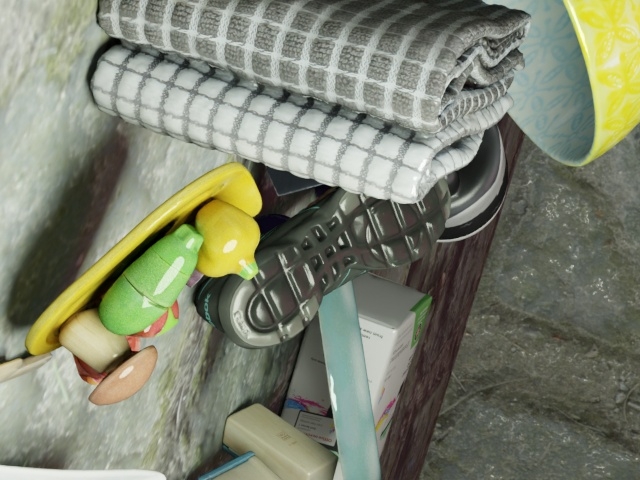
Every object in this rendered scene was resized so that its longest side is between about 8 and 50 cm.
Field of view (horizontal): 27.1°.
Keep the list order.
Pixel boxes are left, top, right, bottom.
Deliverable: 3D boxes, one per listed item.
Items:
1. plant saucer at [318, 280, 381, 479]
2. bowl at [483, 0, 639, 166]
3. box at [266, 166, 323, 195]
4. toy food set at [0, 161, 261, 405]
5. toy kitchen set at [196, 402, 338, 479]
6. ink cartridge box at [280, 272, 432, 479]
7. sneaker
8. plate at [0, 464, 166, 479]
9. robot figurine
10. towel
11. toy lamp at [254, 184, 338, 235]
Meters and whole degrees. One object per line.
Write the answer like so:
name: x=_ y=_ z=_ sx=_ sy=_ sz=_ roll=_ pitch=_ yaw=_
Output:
plant saucer: x=0.028 y=0.141 z=1.454 sx=0.317 sy=0.044 sz=0.317 roll=-9 pitch=90 yaw=-90
bowl: x=0.205 y=-0.218 z=1.052 sx=0.156 sy=0.289 sz=0.289 roll=-28 pitch=158 yaw=-6
box: x=0.041 y=-0.120 z=1.176 sx=0.158 sy=0.156 sz=0.093 roll=-45 pitch=118 yaw=-61
toy food set: x=-0.111 y=0.047 z=0.835 sx=0.218 sy=0.071 sz=0.128 roll=-42 pitch=174 yaw=8
toy kitchen set: x=-0.106 y=0.298 z=1.401 sx=0.207 sy=0.122 sz=0.166 roll=-19 pitch=131 yaw=-47
ink cartridge box: x=0.034 y=0.200 z=1.736 sx=0.201 sy=0.117 sz=0.278 roll=-31 pitch=139 yaw=-70
sneaker: x=0.000 y=0.000 z=1.193 sx=0.267 sy=0.106 sz=0.101 roll=-30 pitch=107 yaw=-27
plate: x=-0.219 y=0.271 z=0.835 sx=0.278 sy=0.045 sz=0.277 roll=22 pitch=82 yaw=-61
robot figurine: x=0.144 y=-0.093 z=1.656 sx=0.209 sy=0.173 sz=0.278 roll=-28 pitch=166 yaw=5
towel: x=0.009 y=-0.133 z=0.910 sx=0.284 sy=0.235 sz=0.121 roll=-41 pitch=144 yaw=-64
toy lamp: x=0.003 y=-0.034 z=1.374 sx=0.275 sy=0.080 sz=0.080 roll=-39 pitch=146 yaw=-64
